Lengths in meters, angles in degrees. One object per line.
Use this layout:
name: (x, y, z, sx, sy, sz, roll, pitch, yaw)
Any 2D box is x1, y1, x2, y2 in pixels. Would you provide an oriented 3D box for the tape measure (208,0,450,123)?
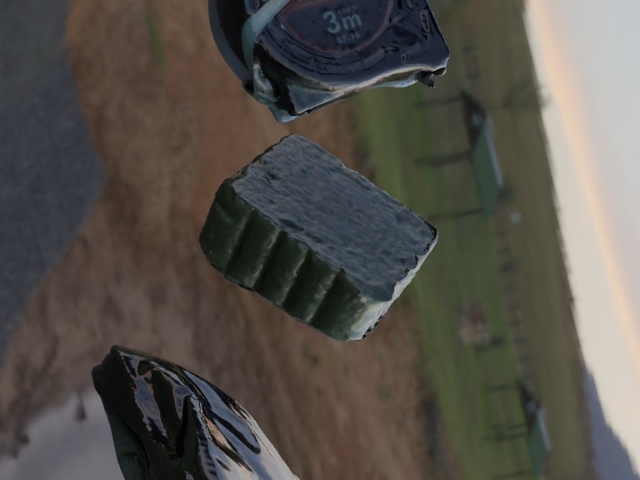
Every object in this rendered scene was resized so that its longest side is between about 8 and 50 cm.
tape measure: (-0.003, -0.199, 1.253, 0.107, 0.182, 0.181, -27, -100, 68)

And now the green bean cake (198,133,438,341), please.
green bean cake: (0.000, 0.000, 1.374, 0.094, 0.185, 0.183, -64, 169, 29)

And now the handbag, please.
handbag: (-0.046, 0.186, 0.942, 0.192, 0.075, 0.332, 41, 4, -34)
